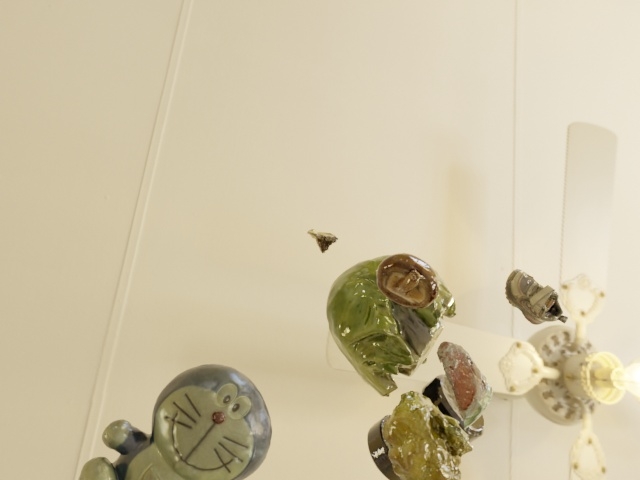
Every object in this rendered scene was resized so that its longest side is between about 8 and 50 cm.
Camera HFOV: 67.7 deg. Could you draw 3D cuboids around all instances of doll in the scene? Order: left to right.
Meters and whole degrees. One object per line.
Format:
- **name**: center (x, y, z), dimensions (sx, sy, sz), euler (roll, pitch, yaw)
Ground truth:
- **doll**: center (-0.189, 0.309, 0.693), dimensions (0.228, 0.154, 0.258), euler (41, -94, 6)

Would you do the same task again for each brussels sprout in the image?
- **brussels sprout**: center (0.199, 0.234, 1.514), dimensions (0.360, 0.343, 0.425), euler (33, -133, 23)

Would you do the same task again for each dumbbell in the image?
- **dumbbell**: center (0.317, 0.579, 1.460), dimensions (0.203, 0.322, 0.204), euler (35, -155, -19)

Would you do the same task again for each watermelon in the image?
- **watermelon**: center (0.266, 0.249, 0.882), dimensions (0.071, 0.187, 0.139), euler (-27, -82, 15)

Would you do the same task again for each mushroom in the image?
- **mushroom**: center (0.167, 0.083, 0.934), dimensions (0.127, 0.127, 0.087), euler (46, -136, -3)

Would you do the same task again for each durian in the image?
- **durian**: center (0.006, -0.009, 1.130), dimensions (0.052, 0.130, 0.066), euler (-38, -89, 3)

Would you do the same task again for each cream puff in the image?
- **cream puff**: center (0.282, 0.504, 1.205), dimensions (0.282, 0.185, 0.282), euler (45, -147, -41)

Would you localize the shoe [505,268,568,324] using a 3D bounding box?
- **shoe**: center (0.552, 0.152, 1.220), dimensions (0.089, 0.092, 0.180), euler (-47, -73, -14)
